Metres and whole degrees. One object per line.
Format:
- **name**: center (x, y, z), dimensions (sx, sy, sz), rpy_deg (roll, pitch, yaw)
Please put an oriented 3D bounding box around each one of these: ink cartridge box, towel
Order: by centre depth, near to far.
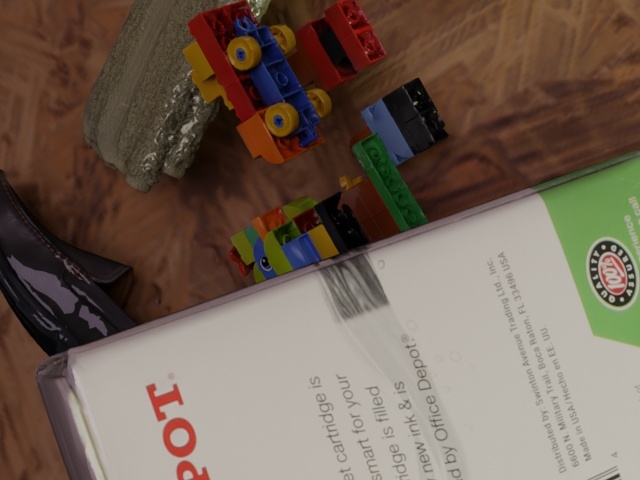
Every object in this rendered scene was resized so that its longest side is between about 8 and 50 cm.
- **ink cartridge box**: center (0.030, 0.080, 0.415), dimensions (0.219, 0.092, 0.160), rpy_deg (-18, 89, -22)
- **towel**: center (-0.068, -0.100, 0.575), dimensions (0.110, 0.027, 0.148), rpy_deg (33, 95, 55)

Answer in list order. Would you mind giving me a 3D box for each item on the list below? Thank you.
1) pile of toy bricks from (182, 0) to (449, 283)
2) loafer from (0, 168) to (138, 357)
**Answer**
- **pile of toy bricks**: center (0.000, 0.000, 0.543), dimensions (0.105, 0.118, 0.212), rpy_deg (-28, 91, 40)
- **loafer**: center (-0.120, 0.030, 0.591), dimensions (0.061, 0.062, 0.170), rpy_deg (-31, 77, -12)
